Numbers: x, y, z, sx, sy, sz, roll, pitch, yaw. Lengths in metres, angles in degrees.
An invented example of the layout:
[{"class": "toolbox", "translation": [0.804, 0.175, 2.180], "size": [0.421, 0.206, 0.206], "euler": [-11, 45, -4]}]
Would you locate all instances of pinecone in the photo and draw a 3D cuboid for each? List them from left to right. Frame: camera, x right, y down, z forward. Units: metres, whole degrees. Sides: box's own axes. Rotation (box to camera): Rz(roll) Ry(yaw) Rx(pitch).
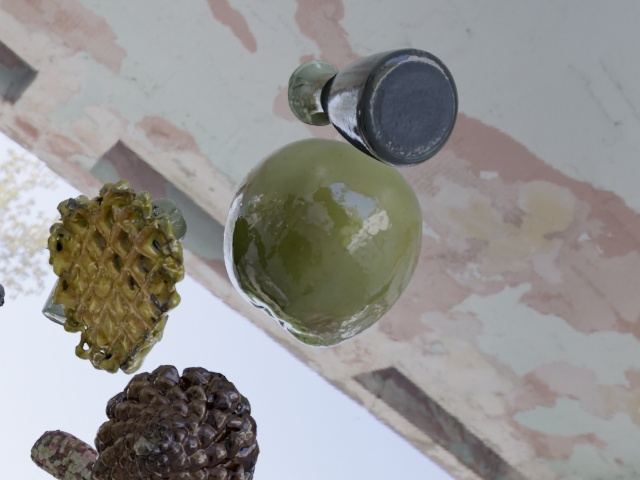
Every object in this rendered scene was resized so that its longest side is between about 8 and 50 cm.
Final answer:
[{"class": "pinecone", "translation": [-0.137, 0.200, 0.716], "size": [0.174, 0.173, 0.173], "euler": [14, -36, 11]}]

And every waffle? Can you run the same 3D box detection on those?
[{"class": "waffle", "translation": [-0.289, 0.057, 1.018], "size": [0.262, 0.060, 0.280], "euler": [0, -81, 36]}]

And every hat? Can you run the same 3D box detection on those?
[{"class": "hat", "translation": [-0.355, -0.033, 1.615], "size": [0.252, 0.110, 0.252], "euler": [35, -39, 34]}]

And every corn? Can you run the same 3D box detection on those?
[{"class": "corn", "translation": [-0.484, 0.476, 1.518], "size": [0.281, 0.092, 0.092], "euler": [18, -34, 24]}]

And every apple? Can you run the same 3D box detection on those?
[{"class": "apple", "translation": [0.000, 0.000, 1.668], "size": [0.474, 0.473, 0.473], "euler": [14, -36, 11]}]

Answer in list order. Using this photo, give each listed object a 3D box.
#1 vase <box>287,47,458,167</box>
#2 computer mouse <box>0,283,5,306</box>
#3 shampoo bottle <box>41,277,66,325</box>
[{"class": "vase", "translation": [0.066, -0.227, 1.191], "size": [0.173, 0.173, 0.321], "euler": [45, -8, -29]}, {"class": "computer mouse", "translation": [-0.661, 0.101, 1.239], "size": [0.233, 0.120, 0.057], "euler": [-6, -70, -7]}, {"class": "shampoo bottle", "translation": [-0.435, 0.036, 1.391], "size": [0.085, 0.262, 0.085], "euler": [15, -25, 7]}]
